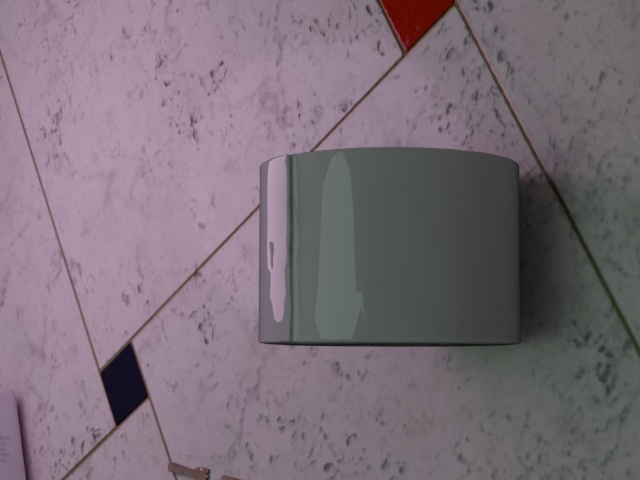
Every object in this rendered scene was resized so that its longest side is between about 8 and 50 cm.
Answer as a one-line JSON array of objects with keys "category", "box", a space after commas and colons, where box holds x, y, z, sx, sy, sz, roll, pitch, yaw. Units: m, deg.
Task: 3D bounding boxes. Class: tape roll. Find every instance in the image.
[{"category": "tape roll", "box": [0.064, 0.014, 1.245, 0.246, 0.246, 0.169, -5, 83, 47]}]

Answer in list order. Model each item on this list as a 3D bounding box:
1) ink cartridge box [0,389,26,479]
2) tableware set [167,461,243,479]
[{"category": "ink cartridge box", "box": [-0.542, 0.430, 1.923, 0.279, 0.160, 0.385, -30, 66, 44]}, {"category": "tableware set", "box": [-0.141, 0.338, 1.587, 0.194, 0.039, 0.128, 2, 88, 48]}]
